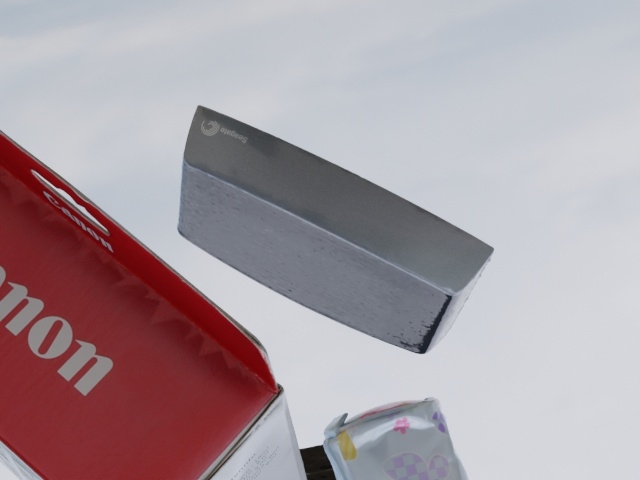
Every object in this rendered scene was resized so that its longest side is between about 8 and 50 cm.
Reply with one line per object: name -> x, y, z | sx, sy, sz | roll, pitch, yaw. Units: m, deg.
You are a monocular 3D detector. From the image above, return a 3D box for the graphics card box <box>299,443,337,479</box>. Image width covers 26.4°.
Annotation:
graphics card box -> 0.056, 0.408, 1.840 | 0.233, 0.370, 0.094 | -9, -136, -9

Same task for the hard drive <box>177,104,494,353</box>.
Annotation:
hard drive -> 0.000, 0.000, 1.095 | 0.255, 0.172, 0.054 | 26, -117, 5

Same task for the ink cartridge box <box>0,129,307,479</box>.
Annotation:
ink cartridge box -> -0.170, 0.063, 0.821 | 0.309, 0.272, 0.130 | 37, -108, 18

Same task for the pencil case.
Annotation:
pencil case -> 0.092, 0.282, 1.263 | 0.124, 0.273, 0.113 | -15, 173, -11
